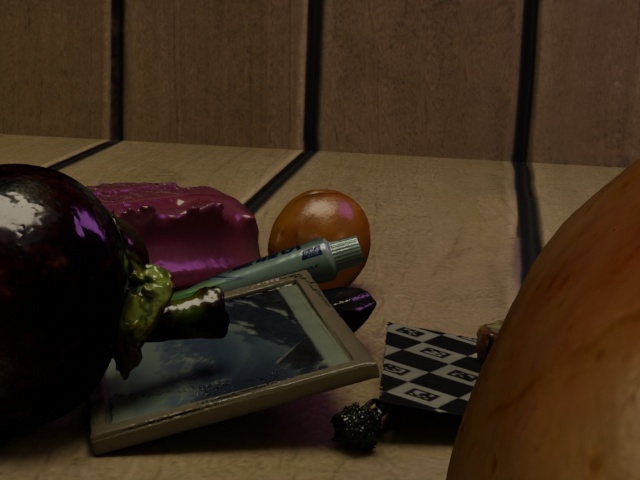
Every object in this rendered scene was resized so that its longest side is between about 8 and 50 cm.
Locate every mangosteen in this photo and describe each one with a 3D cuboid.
[{"bbox_3d":[-0.220,0.051,1.192,0.289,0.231,0.231,6,11,-5],"label":"mangosteen"}]

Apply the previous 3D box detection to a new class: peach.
[{"bbox_3d":[0.000,0.000,1.735,0.138,0.138,0.138,2,11,0],"label":"peach"}]

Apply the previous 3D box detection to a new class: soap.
[{"bbox_3d":[-0.228,0.000,1.690,0.220,0.127,0.325,13,15,41],"label":"soap"}]

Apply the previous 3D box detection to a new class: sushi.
[{"bbox_3d":[0.188,0.111,1.316,0.264,0.050,0.290,11,11,0],"label":"sushi"}]

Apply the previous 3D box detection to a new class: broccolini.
[{"bbox_3d":[0.061,0.143,1.250,0.044,0.042,0.218,7,10,19],"label":"broccolini"}]

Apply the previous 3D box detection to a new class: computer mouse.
[{"bbox_3d":[-0.022,0.088,1.481,0.172,0.057,0.099,-8,10,17],"label":"computer mouse"}]

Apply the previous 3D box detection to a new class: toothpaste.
[{"bbox_3d":[-0.099,0.051,1.508,0.297,0.048,0.075,-17,6,1],"label":"toothpaste"}]

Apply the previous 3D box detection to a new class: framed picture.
[{"bbox_3d":[-0.098,0.104,1.307,0.247,0.022,0.335,-15,14,-7],"label":"framed picture"}]

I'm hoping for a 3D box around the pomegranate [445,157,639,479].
[{"bbox_3d":[0.233,0.137,0.520,0.411,0.411,0.411,2,11,0],"label":"pomegranate"}]
